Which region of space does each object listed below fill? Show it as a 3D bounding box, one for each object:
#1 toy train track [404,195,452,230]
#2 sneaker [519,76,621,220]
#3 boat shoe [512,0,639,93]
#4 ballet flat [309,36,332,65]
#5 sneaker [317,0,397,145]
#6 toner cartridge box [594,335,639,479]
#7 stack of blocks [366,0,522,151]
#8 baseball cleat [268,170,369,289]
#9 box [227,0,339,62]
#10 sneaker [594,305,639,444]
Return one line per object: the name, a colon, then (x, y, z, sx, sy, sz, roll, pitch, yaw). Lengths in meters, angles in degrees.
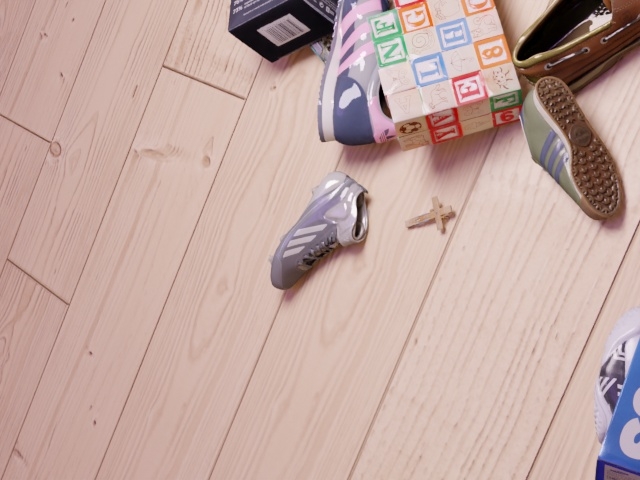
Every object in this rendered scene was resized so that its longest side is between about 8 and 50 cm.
toy train track: (0.154, -0.033, 1.484, 0.083, 0.014, 0.048, -20, 74, 42)
sneaker: (0.310, -0.107, 1.339, 0.192, 0.064, 0.086, 66, 161, 9)
boat shoe: (0.370, -0.299, 1.300, 0.307, 0.104, 0.110, -46, 53, 23)
ballet flat: (0.019, -0.281, 1.647, 0.041, 0.041, 0.114, -44, 55, 24)
sneaker: (0.084, -0.287, 1.569, 0.131, 0.112, 0.319, 7, 78, 13)
toner cartridge box: (0.408, 0.105, 1.062, 0.165, 0.075, 0.348, 17, 64, 20)
stack of blocks: (0.156, -0.288, 1.450, 0.171, 0.087, 0.297, -14, 66, 7)
baseball cleat: (0.000, 0.000, 1.570, 0.109, 0.072, 0.206, 37, 107, 34)
box: (-0.051, -0.412, 1.670, 0.153, 0.108, 0.207, -18, 56, 37)
sneaker: (0.412, 0.250, 1.111, 0.210, 0.137, 0.365, -5, 80, 38)
